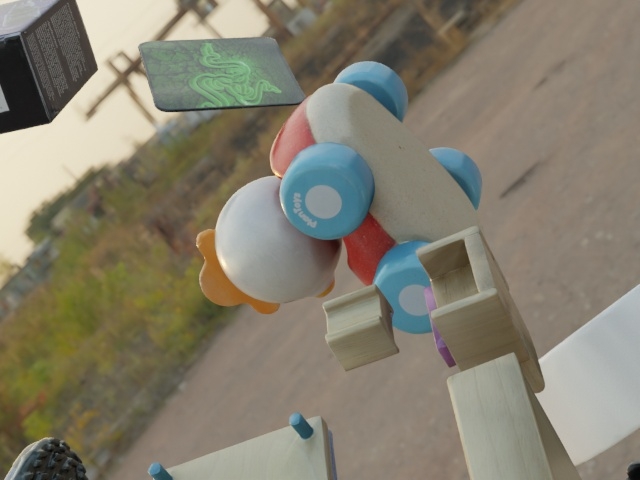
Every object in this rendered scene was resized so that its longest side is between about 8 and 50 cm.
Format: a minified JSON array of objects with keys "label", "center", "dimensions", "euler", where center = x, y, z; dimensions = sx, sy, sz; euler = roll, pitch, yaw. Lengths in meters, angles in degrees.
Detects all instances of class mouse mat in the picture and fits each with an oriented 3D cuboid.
[{"label":"mouse mat","center":[-0.106,-0.176,1.351],"dimensions":[0.190,0.152,0.007],"euler":[-114,23,-57]}]

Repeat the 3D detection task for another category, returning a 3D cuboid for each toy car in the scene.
[{"label":"toy car","center":[0.000,0.000,1.145],"dimensions":[0.238,0.210,0.219],"euler":[-36,16,28]}]

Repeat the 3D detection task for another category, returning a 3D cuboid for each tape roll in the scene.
[{"label":"tape roll","center":[0.316,0.090,1.213],"dimensions":[0.286,0.100,0.286],"euler":[-35,-10,-7]}]

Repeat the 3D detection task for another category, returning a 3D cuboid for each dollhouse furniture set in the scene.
[{"label":"dollhouse furniture set","center":[0.027,0.199,0.879],"dimensions":[0.303,0.198,0.286],"euler":[-22,41,12]}]

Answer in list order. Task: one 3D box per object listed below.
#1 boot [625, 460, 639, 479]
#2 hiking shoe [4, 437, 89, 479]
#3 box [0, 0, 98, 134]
[{"label":"boot","center":[0.423,0.317,1.325],"dimensions":[0.338,0.223,0.118],"euler":[-21,-1,12]},{"label":"hiking shoe","center":[-0.337,0.329,1.325],"dimensions":[0.132,0.113,0.304],"euler":[-16,37,28]},{"label":"box","center":[-0.362,-0.200,1.486],"dimensions":[0.153,0.108,0.207],"euler":[-11,23,10]}]
